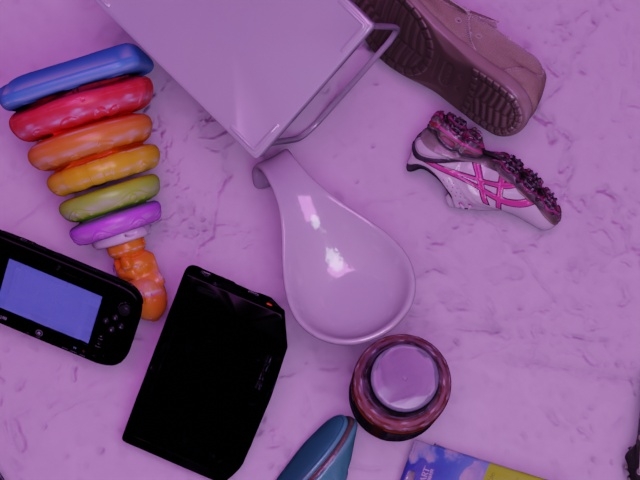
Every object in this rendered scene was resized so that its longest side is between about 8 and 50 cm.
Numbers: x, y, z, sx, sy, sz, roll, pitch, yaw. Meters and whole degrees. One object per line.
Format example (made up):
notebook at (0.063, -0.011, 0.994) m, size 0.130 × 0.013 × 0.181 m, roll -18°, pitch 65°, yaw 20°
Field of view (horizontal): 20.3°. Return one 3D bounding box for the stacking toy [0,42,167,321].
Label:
stacking toy at (-0.232, -0.053, 1.974) m, size 0.166 × 0.175 × 0.301 m, roll -17°, pitch 94°, yaw 3°

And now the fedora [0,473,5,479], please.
fedora at (-0.466, 0.348, 1.877) m, size 0.334 × 0.152 × 0.334 m, roll 0°, pitch 79°, yaw 0°

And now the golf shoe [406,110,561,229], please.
golf shoe at (0.185, -0.064, 2.012) m, size 0.186 × 0.067 × 0.086 m, roll 36°, pitch 113°, yaw 2°

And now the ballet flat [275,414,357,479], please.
ballet flat at (-0.030, 0.301, 1.934) m, size 0.247 × 0.083 × 0.087 m, roll -47°, pitch 107°, yaw -8°

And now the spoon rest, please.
spoon rest at (0.000, 0.000, 1.929) m, size 0.137 × 0.084 × 0.276 m, roll -30°, pitch 55°, yaw -6°

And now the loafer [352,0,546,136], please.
loafer at (0.146, -0.223, 2.023) m, size 0.268 × 0.102 × 0.092 m, roll 44°, pitch 48°, yaw 14°

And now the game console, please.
game console at (-0.222, 0.105, 1.933) m, size 0.361 × 0.044 × 0.213 m, roll 22°, pitch 108°, yaw 4°

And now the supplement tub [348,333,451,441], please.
supplement tub at (0.084, 0.156, 1.892) m, size 0.106 × 0.198 × 0.106 m, roll 0°, pitch 80°, yaw -1°

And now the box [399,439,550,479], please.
box at (0.167, 0.289, 1.917) m, size 0.178 × 0.042 × 0.109 m, roll 14°, pitch 76°, yaw 31°

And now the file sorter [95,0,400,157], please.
file sorter at (-0.080, -0.259, 1.967) m, size 0.278 × 0.173 × 0.193 m, roll 45°, pitch 106°, yaw 8°

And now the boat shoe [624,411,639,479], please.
boat shoe at (0.371, 0.243, 1.946) m, size 0.070 × 0.078 × 0.219 m, roll 5°, pitch 81°, yaw 36°
